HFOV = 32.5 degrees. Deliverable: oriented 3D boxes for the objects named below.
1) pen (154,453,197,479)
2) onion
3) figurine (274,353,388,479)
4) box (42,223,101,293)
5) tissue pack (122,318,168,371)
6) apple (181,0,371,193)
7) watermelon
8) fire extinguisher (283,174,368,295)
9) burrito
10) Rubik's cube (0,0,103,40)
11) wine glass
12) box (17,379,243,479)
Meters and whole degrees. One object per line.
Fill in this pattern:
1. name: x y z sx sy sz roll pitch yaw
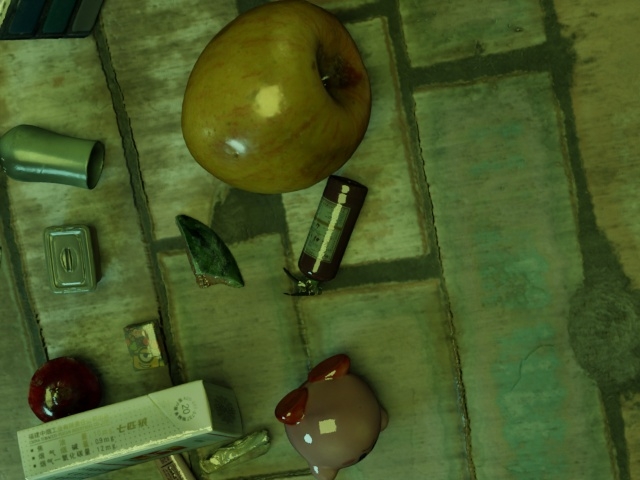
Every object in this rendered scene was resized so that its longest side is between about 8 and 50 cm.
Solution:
1. pen: -0.257 0.435 2.002 0.053 0.032 0.197 -31 91 13
2. onion: -0.459 0.271 1.965 0.131 0.131 0.131 2 99 10
3. figurine: 0.022 0.305 1.865 0.173 0.173 0.173 2 99 10
4. box: -0.437 0.030 1.953 0.089 0.062 0.122 -4 97 11
5. tissue pack: -0.313 0.188 1.971 0.063 0.035 0.083 -11 95 12
6. apple: -0.075 -0.220 1.743 0.275 0.299 0.299 -15 97 40
7. watermelon: -0.211 0.022 1.909 0.080 0.101 0.155 -20 86 24
8. fire extinguisher: 0.000 0.000 1.873 0.099 0.071 0.231 30 106 33
9. burrito: -0.149 0.379 1.966 0.149 0.055 0.041 -26 64 13
10. Rubik's cube: -0.510 -0.535 1.725 0.362 0.363 0.359 28 107 1
11. wine glass: -0.500 -0.149 1.917 0.231 0.103 0.103 10 101 4
12. box: -0.318 0.330 1.884 0.330 0.210 0.095 -15 76 7
